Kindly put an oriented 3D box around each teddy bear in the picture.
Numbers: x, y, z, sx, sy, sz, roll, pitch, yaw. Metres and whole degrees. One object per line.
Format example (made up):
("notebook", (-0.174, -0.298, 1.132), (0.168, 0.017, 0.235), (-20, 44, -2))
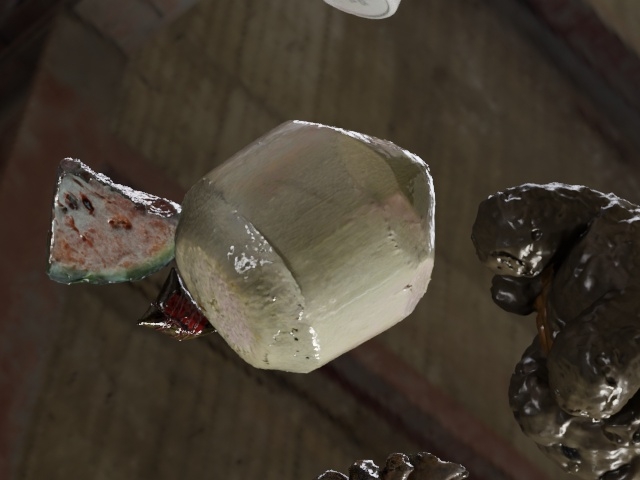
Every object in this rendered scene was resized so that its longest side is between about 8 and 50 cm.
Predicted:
("teddy bear", (0.176, 0.070, 1.092), (0.140, 0.190, 0.177), (-13, -134, -20))

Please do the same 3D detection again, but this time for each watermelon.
("watermelon", (-0.214, -0.032, 1.750), (0.139, 0.187, 0.071), (63, -150, -27))

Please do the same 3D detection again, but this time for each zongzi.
("zongzi", (-0.168, 0.083, 1.887), (0.073, 0.067, 0.083), (-39, -72, -30))

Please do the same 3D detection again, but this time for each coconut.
("coconut", (0.000, 0.000, 1.530), (0.234, 0.224, 0.224), (-29, -95, -25))

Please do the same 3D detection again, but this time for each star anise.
("star anise", (0.046, 0.240, 1.651), (0.182, 0.195, 0.065), (48, -151, -72))

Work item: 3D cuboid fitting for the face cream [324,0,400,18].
("face cream", (0.090, -0.381, 1.640), (0.102, 0.102, 0.345), (34, -109, -32))
